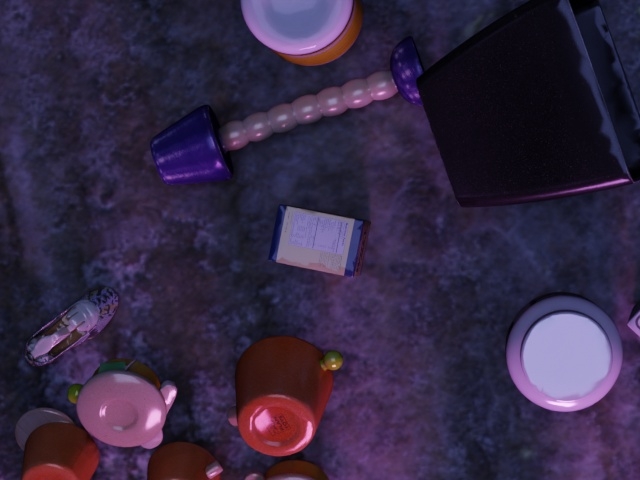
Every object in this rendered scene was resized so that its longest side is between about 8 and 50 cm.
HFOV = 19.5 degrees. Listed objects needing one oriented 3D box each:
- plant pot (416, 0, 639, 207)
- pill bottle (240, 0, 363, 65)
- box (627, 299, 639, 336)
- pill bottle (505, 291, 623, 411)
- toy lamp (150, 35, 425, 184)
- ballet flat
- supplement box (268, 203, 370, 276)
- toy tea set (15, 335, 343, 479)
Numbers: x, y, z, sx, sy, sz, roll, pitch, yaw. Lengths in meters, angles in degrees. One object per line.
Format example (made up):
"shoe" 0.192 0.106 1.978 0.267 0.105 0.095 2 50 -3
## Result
"plant pot" 0.196 -0.118 1.735 0.167 0.188 0.187 -20 88 17
"pill bottle" -0.013 -0.218 1.746 0.103 0.184 0.103 0 90 6
"box" 0.449 0.111 1.736 0.290 0.087 0.169 42 105 5
"pill bottle" 0.225 0.103 1.725 0.108 0.180 0.108 0 90 6
"toy lamp" -0.030 -0.120 1.802 0.275 0.080 0.080 -20 88 6
"ballet flat" -0.249 0.088 1.843 0.114 0.041 0.041 -37 87 4
"supplement box" 0.000 0.000 1.796 0.083 0.083 0.056 11 92 6
"toy tea set" -0.132 0.179 1.815 0.336 0.124 0.200 5 120 2
